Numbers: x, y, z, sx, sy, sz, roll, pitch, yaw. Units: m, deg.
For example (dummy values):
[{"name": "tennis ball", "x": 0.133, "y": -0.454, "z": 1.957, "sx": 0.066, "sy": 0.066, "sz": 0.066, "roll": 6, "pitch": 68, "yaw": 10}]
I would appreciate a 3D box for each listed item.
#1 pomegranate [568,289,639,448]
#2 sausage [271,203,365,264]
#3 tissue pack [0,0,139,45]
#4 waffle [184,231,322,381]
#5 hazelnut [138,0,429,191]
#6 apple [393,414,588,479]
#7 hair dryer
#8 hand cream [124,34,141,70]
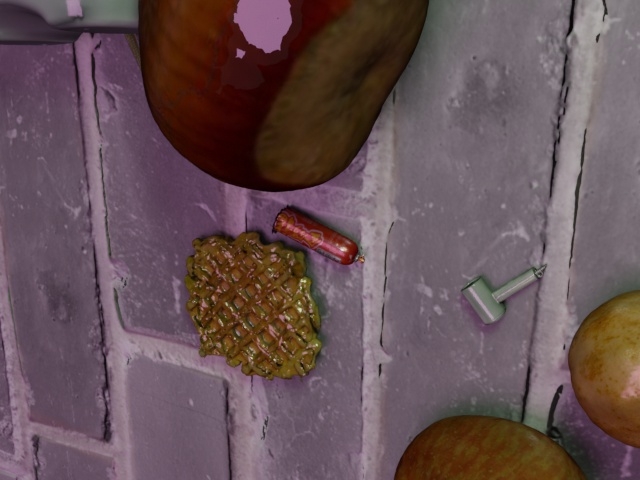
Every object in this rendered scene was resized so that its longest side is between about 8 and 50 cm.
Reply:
[{"name": "pomegranate", "x": 0.415, "y": 0.160, "z": 1.257, "sx": 0.207, "sy": 0.207, "sz": 0.207, "roll": 11, "pitch": 117, "yaw": 23}, {"name": "sausage", "x": 0.000, "y": 0.000, "z": 1.479, "sx": 0.145, "sy": 0.048, "sz": 0.050, "roll": 28, "pitch": 84, "yaw": 12}, {"name": "tissue pack", "x": -0.354, "y": -0.389, "z": 1.346, "sx": 0.333, "sy": 0.229, "sz": 0.236, "roll": 3, "pitch": 99, "yaw": 37}, {"name": "waffle", "x": -0.108, "y": 0.105, "z": 1.580, "sx": 0.245, "sy": 0.052, "sz": 0.254, "roll": 5, "pitch": 113, "yaw": 27}, {"name": "hazelnut", "x": -0.048, "y": -0.265, "z": 1.208, "sx": 0.359, "sy": 0.359, "sz": 0.409, "roll": 39, "pitch": 125, "yaw": 6}, {"name": "apple", "x": 0.230, "y": 0.397, "z": 1.422, "sx": 0.309, "sy": 0.250, "sz": 0.277, "roll": -25, "pitch": 100, "yaw": 36}, {"name": "hair dryer", "x": 0.259, "y": 0.062, "z": 1.382, "sx": 0.124, "sy": 0.038, "sz": 0.063, "roll": -36, "pitch": 93, "yaw": 29}, {"name": "hand cream", "x": -0.267, "y": -0.333, "z": 1.464, "sx": 0.086, "sy": 0.055, "sz": 0.235, "roll": -23, "pitch": 92, "yaw": 31}]
